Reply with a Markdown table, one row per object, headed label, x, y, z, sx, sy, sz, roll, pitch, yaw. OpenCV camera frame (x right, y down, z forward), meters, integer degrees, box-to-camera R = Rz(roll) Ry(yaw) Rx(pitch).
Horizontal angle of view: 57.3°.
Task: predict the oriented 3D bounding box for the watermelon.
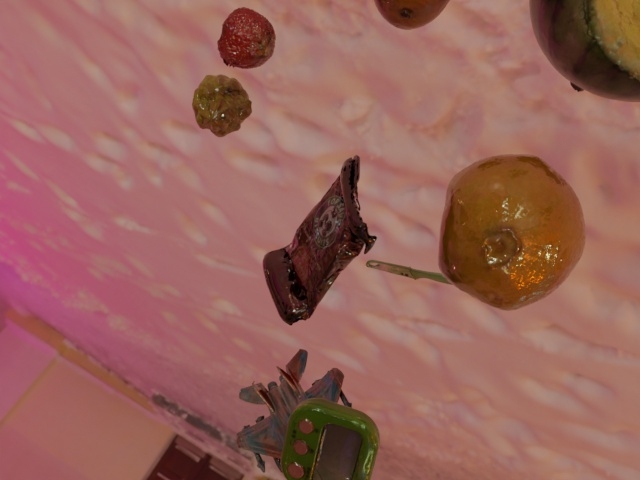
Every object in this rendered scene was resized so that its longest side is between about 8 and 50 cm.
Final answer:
| label | x | y | z | sx | sy | sz | roll | pitch | yaw |
| --- | --- | --- | --- | --- | --- | --- | --- | --- | --- |
| watermelon | 0.440 | -0.332 | 0.898 | 0.330 | 0.331 | 0.189 | 39 | 129 | -10 |

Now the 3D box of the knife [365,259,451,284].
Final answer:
| label | x | y | z | sx | sy | sz | roll | pitch | yaw |
| --- | --- | --- | --- | --- | --- | --- | --- | --- | --- |
| knife | 0.180 | 0.062 | 1.081 | 0.207 | 0.014 | 0.030 | 12 | 143 | 22 |

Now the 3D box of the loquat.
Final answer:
| label | x | y | z | sx | sy | sz | roll | pitch | yaw |
| --- | --- | --- | --- | --- | --- | --- | --- | --- | --- |
| loquat | 0.232 | -0.014 | 0.726 | 0.176 | 0.187 | 0.234 | 26 | -168 | 15 |

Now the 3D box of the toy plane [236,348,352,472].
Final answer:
| label | x | y | z | sx | sy | sz | roll | pitch | yaw |
| --- | --- | --- | --- | --- | --- | --- | --- | --- | --- |
| toy plane | -0.016 | 0.349 | 0.986 | 0.326 | 0.222 | 0.104 | 56 | 179 | 28 |

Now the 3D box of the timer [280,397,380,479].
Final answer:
| label | x | y | z | sx | sy | sz | roll | pitch | yaw |
| --- | --- | --- | --- | --- | --- | --- | --- | --- | --- |
| timer | 0.013 | 0.289 | 0.809 | 0.127 | 0.047 | 0.140 | 15 | 106 | 11 |

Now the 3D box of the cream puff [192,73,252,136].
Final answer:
| label | x | y | z | sx | sy | sz | roll | pitch | yaw |
| --- | --- | --- | --- | --- | --- | --- | --- | --- | --- |
| cream puff | -0.211 | -0.299 | 1.299 | 0.116 | 0.146 | 0.146 | 23 | 155 | 52 |

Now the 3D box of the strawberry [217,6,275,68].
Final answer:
| label | x | y | z | sx | sy | sz | roll | pitch | yaw |
| --- | --- | --- | --- | --- | --- | --- | --- | --- | --- |
| strawberry | -0.113 | -0.322 | 0.945 | 0.106 | 0.106 | 0.106 | 25 | 150 | 15 |

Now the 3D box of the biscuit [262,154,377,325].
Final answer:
| label | x | y | z | sx | sy | sz | roll | pitch | yaw |
| --- | --- | --- | --- | --- | --- | --- | --- | --- | --- |
| biscuit | 0.001 | 0.005 | 0.828 | 0.063 | 0.151 | 0.235 | 12 | 130 | -32 |

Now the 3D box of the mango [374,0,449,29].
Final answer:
| label | x | y | z | sx | sy | sz | roll | pitch | yaw |
| --- | --- | --- | --- | --- | --- | --- | --- | --- | --- |
| mango | 0.156 | -0.446 | 0.959 | 0.136 | 0.236 | 0.166 | 22 | 146 | -7 |
